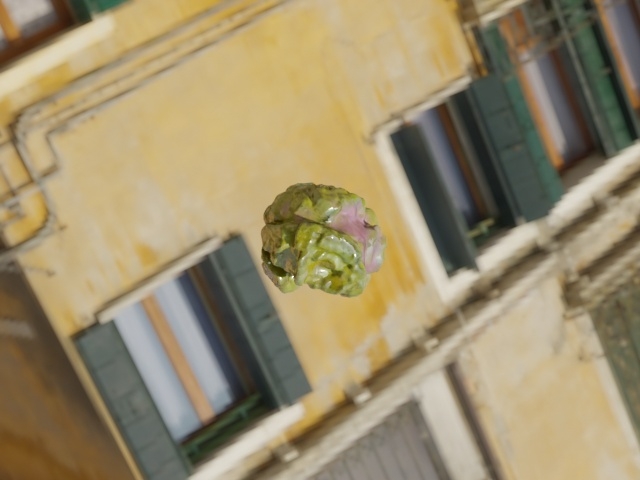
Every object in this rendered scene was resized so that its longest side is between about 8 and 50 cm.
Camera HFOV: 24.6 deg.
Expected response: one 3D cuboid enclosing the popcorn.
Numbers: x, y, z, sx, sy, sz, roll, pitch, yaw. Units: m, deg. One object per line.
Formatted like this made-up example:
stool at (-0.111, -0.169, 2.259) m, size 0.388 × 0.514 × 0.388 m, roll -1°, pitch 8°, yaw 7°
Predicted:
popcorn at (0.000, 0.000, 1.584) m, size 0.145 × 0.125 × 0.126 m, roll -4°, pitch -170°, yaw -41°
